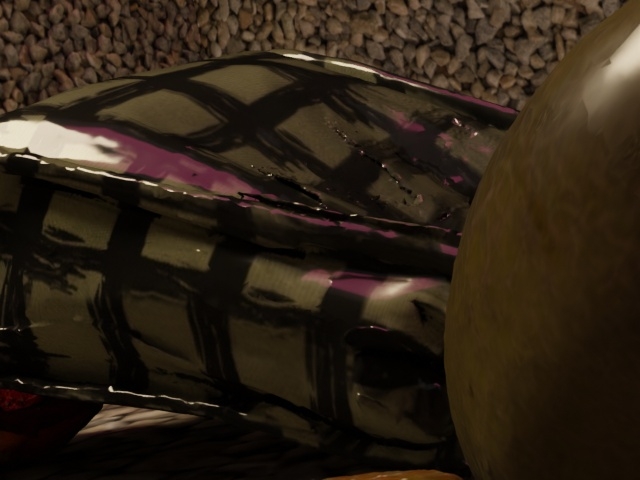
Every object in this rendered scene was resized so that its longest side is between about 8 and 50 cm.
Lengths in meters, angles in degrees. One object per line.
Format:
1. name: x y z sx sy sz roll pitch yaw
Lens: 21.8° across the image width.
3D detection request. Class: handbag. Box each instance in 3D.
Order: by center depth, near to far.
1. handbag: 0.000 0.000 0.904 0.327 0.163 0.325 15 20 27

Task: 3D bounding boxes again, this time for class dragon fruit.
1. dragon fruit: -0.188 0.099 0.958 0.161 0.121 0.127 13 -47 -19

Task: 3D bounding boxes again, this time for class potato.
1. potato: 0.117 0.019 0.408 0.159 0.174 0.251 34 -10 24

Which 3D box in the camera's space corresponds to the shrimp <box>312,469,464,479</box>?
1. shrimp: 0.006 0.109 0.517 0.115 0.051 0.217 -17 6 -3
